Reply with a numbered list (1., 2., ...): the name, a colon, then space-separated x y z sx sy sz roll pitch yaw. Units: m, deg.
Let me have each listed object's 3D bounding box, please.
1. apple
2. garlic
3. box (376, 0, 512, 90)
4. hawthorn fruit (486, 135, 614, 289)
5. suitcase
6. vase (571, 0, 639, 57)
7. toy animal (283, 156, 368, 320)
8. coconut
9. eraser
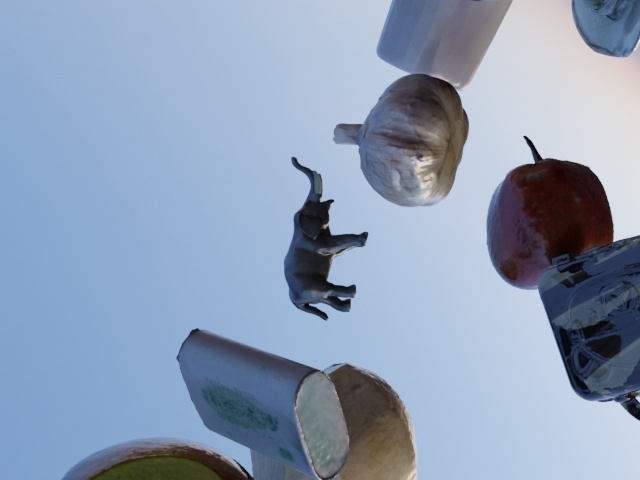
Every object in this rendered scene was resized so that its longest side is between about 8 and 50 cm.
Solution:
1. apple: -0.262 0.500 1.726 0.374 0.374 0.384 42 -165 -5
2. garlic: 0.110 -0.160 1.658 0.212 0.218 0.218 12 -175 26
3. box: 0.221 -0.380 1.870 0.262 0.206 0.291 19 -164 -8
4. hawthorn fruit: 0.435 -0.061 2.096 0.254 0.254 0.300 6 -116 -61
5. suitcase: 0.579 0.151 1.841 0.194 0.351 0.339 -10 -101 -46
6. vase: 0.541 -0.335 1.348 0.445 0.250 0.250 -7 -139 -17
7. toy animal: 0.010 -0.002 1.774 0.137 0.269 0.082 3 177 1
8. coconut: 0.009 0.474 2.293 0.344 0.415 0.415 12 171 45
9. eraser: -0.079 0.219 1.454 0.227 0.081 0.174 15 134 42
